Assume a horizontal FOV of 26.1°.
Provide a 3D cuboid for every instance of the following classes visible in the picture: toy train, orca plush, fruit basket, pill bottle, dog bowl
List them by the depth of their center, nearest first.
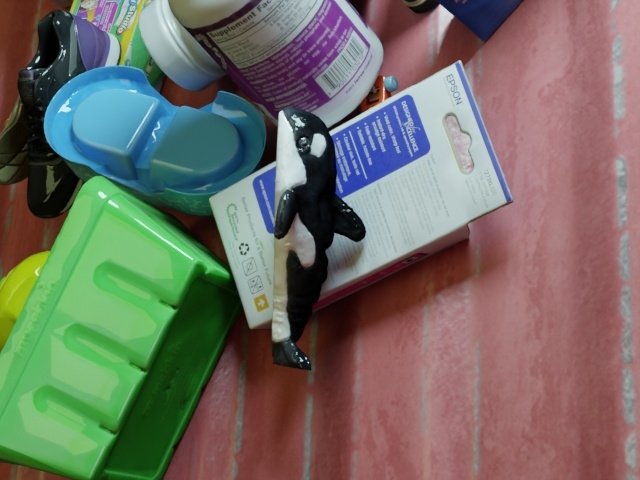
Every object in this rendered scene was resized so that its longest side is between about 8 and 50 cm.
[{"bbox_3d":[0.000,0.000,1.527,0.102,0.151,0.287,2,84,1],"label":"orca plush"},{"bbox_3d":[-0.072,-0.276,1.612,0.169,0.301,0.169,-27,37,23],"label":"pill bottle"},{"bbox_3d":[0.030,-0.135,1.694,0.166,0.046,0.125,-20,58,28],"label":"toy train"},{"bbox_3d":[-0.313,0.106,1.736,0.392,0.283,0.392,-6,74,21],"label":"fruit basket"},{"bbox_3d":[-0.209,-0.124,1.782,0.297,0.074,0.166,16,59,15],"label":"dog bowl"},{"bbox_3d":[-0.088,-0.322,1.795,0.283,0.161,0.161,-32,53,25],"label":"pill bottle"}]

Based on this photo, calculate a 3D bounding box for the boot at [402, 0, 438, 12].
[{"bbox_3d":[0.101,-0.397,1.689,0.077,0.137,0.198,-17,60,33],"label":"boot"}]

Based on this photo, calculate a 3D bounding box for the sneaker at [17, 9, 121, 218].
[{"bbox_3d":[-0.372,-0.174,1.873,0.107,0.124,0.283,-1,72,38],"label":"sneaker"}]

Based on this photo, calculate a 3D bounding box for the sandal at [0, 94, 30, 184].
[{"bbox_3d":[-0.419,-0.161,1.949,0.049,0.072,0.180,6,75,57],"label":"sandal"}]

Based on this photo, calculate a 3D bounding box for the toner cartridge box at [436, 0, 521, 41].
[{"bbox_3d":[0.243,-0.406,1.559,0.348,0.165,0.075,-48,49,12],"label":"toner cartridge box"}]

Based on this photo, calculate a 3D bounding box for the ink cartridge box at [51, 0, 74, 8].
[{"bbox_3d":[-0.347,-0.503,2.064,0.270,0.198,0.197,-9,64,37],"label":"ink cartridge box"}]

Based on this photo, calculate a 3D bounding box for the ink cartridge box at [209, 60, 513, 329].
[{"bbox_3d":[0.047,-0.044,1.593,0.371,0.069,0.176,-28,72,30],"label":"ink cartridge box"}]

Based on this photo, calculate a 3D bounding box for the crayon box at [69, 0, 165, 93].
[{"bbox_3d":[-0.305,-0.254,1.995,0.165,0.081,0.278,6,75,41],"label":"crayon box"}]
